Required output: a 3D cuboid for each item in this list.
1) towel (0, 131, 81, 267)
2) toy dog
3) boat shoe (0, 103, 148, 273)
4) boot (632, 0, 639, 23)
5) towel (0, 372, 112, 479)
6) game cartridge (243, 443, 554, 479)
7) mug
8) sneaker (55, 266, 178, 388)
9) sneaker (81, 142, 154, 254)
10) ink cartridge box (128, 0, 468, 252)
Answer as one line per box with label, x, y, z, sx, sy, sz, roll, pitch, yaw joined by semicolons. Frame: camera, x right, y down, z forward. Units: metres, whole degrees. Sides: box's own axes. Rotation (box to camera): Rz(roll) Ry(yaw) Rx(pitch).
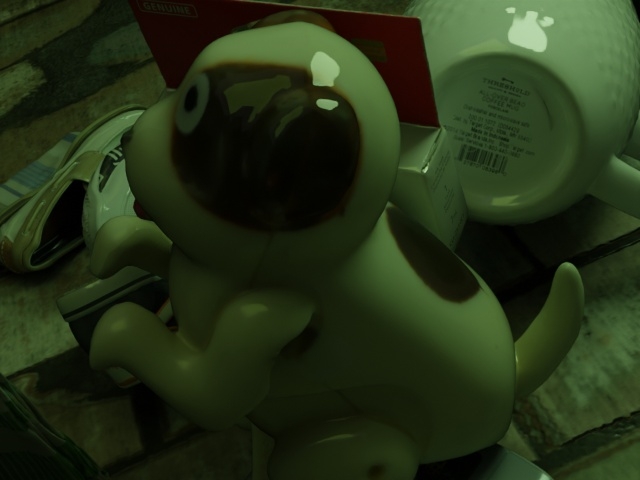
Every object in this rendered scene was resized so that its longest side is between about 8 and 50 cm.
towel;-0.415;-0.065;1.849;0.285;0.034;0.209;-39;35;-26
toy dog;-0.005;0.027;1.018;0.396;0.407;0.284;-12;33;15
boat shoe;-0.313;-0.064;1.724;0.103;0.113;0.302;22;63;46
boot;0.305;-0.384;1.503;0.146;0.445;0.367;-40;36;-27
towel;-0.365;0.196;1.166;0.248;0.325;0.038;-17;52;9
game cartridge;0.054;0.237;1.102;0.294;0.060;0.196;9;39;39
mug;0.241;-0.136;1.329;0.374;0.276;0.328;30;26;0
sneaker;-0.180;0.076;1.430;0.126;0.127;0.321;-26;3;23
sneaker;-0.133;-0.093;1.621;0.210;0.137;0.366;3;36;38
ink cartridge box;-0.029;-0.103;1.167;0.296;0.261;0.066;10;57;25
